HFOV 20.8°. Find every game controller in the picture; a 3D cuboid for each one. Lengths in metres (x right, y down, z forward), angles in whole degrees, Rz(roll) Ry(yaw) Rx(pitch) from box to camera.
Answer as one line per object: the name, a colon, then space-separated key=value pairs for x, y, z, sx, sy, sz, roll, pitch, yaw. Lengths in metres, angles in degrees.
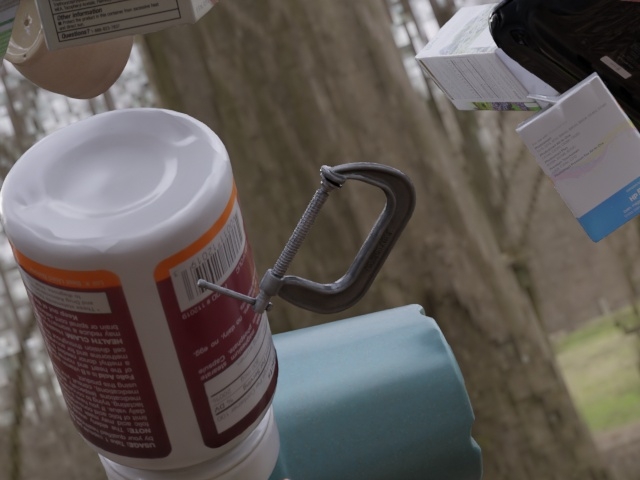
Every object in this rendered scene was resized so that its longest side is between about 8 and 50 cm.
game controller: x=0.313 y=-0.197 z=1.799 sx=0.166 sy=0.067 sz=0.319 roll=-34 pitch=-37 yaw=25

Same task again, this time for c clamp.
c clamp: x=0.000 y=0.000 z=1.397 sx=0.137 sy=0.022 sz=0.161 roll=26 pitch=-74 yaw=-32

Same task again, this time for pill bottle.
pill bottle: x=-0.164 y=0.084 z=1.744 sx=0.224 sy=0.224 sz=0.392 roll=-19 pitch=-50 yaw=-10

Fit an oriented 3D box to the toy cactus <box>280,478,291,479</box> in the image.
toy cactus: x=-0.005 y=0.335 z=1.798 sx=0.112 sy=0.180 sz=0.219 roll=-51 pitch=-20 yaw=0

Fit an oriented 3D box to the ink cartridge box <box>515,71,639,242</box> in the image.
ink cartridge box: x=0.245 y=-0.085 z=1.593 sx=0.090 sy=0.143 sz=0.092 roll=-34 pitch=2 yaw=10

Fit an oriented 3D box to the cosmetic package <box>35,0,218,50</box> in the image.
cosmetic package: x=-0.205 y=-0.341 z=1.620 sx=0.153 sy=0.296 sz=0.129 roll=-8 pitch=17 yaw=10

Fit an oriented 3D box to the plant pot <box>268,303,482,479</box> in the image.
plant pot: x=0.007 y=0.247 z=2.207 sx=0.334 sy=0.341 sz=0.341 roll=-17 pitch=-7 yaw=-9

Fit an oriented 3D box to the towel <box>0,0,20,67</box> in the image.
towel: x=-0.304 y=-0.185 z=1.541 sx=0.152 sy=0.023 sz=0.113 roll=-69 pitch=-11 yaw=25

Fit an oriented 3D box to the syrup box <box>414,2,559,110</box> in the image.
syrup box: x=0.214 y=-0.219 z=2.081 sx=0.093 sy=0.096 sz=0.237 roll=-46 pitch=16 yaw=-11

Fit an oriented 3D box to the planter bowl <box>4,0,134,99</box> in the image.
planter bowl: x=-0.308 y=-0.247 z=2.011 sx=0.162 sy=0.162 sz=0.109 roll=-24 pitch=-16 yaw=35
